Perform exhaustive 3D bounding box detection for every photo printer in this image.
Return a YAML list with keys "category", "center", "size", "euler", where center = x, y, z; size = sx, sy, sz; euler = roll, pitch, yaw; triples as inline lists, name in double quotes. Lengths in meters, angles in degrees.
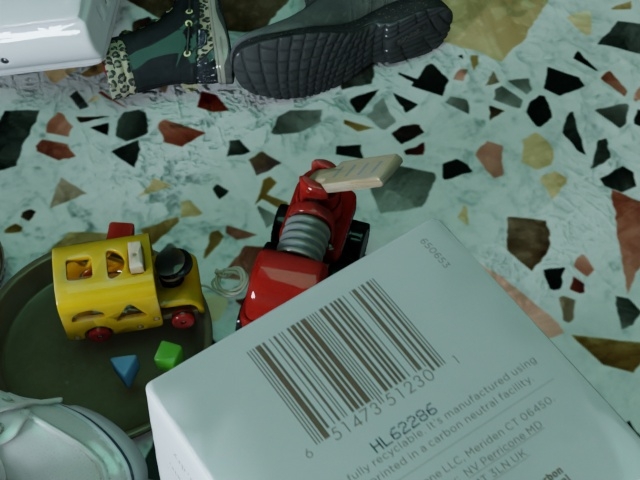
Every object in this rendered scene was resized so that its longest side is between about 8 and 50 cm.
- category: "photo printer"
  center: [-0.429, -0.341, 1.755]
  size: [0.307, 0.107, 0.256]
  euler: [-4, 53, 15]

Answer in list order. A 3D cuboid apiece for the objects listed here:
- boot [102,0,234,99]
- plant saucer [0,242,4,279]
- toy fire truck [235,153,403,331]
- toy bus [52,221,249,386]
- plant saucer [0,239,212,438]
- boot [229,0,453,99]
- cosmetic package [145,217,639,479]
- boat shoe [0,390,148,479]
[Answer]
- category: "boot"
  center: [-0.225, -0.300, 1.774]
  size: [0.178, 0.085, 0.236]
  euler: [-13, 58, -6]
- category: "plant saucer"
  center: [-0.474, 0.041, 1.577]
  size: [0.168, 0.029, 0.168]
  euler: [0, 55, -1]
- category: "toy fire truck"
  center: [0.000, 0.000, 1.476]
  size: [0.158, 0.246, 0.217]
  euler: [14, 57, 9]
- category: "toy bus"
  center: [-0.214, 0.045, 1.481]
  size: [0.191, 0.104, 0.202]
  euler: [29, 62, 19]
- category: "plant saucer"
  center: [-0.266, 0.124, 1.516]
  size: [0.277, 0.041, 0.278]
  euler: [1, 56, -1]
- category: "boot"
  center: [-0.004, -0.328, 1.792]
  size: [0.338, 0.118, 0.223]
  euler: [-15, 54, -23]
- category: "cosmetic package"
  center: [0.066, 0.263, 1.211]
  size: [0.329, 0.394, 0.327]
  euler: [-31, 62, -20]
- category: "boat shoe"
  center: [-0.370, 0.210, 1.363]
  size: [0.367, 0.156, 0.136]
  euler: [22, 93, 16]
